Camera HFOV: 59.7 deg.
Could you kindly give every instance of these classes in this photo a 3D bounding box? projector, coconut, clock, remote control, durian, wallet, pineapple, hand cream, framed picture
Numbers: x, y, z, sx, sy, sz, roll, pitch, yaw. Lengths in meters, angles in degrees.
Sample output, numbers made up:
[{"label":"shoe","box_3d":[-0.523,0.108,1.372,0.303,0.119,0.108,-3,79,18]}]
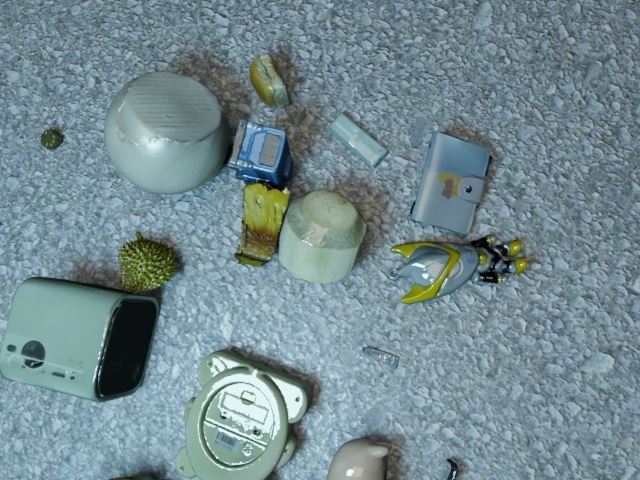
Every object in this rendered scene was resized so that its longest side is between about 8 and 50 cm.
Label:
[{"label":"projector","box_3d":[-0.567,0.231,1.339,0.249,0.248,0.249,10,83,10]},{"label":"coconut","box_3d":[0.000,0.000,1.320,0.202,0.222,0.202,9,46,-10]},{"label":"clock","box_3d":[-0.189,0.440,1.327,0.284,0.114,0.309,19,87,9]},{"label":"remote control","box_3d":[0.095,-0.256,1.422,0.162,0.029,0.061,41,91,11]},{"label":"durian","box_3d":[-0.439,0.036,1.412,0.146,0.102,0.208,-6,40,-24]},{"label":"wallet","box_3d":[0.317,-0.136,1.353,0.170,0.069,0.231,16,89,-7]},{"label":"pineapple","box_3d":[-0.147,-0.019,1.342,0.114,0.186,0.236,9,116,-6]},{"label":"hand cream","box_3d":[0.144,0.280,1.344,0.093,0.019,0.030,20,87,8]},{"label":"framed picture","box_3d":[-0.260,-0.230,1.482,0.089,0.006,0.066,3,82,9]}]

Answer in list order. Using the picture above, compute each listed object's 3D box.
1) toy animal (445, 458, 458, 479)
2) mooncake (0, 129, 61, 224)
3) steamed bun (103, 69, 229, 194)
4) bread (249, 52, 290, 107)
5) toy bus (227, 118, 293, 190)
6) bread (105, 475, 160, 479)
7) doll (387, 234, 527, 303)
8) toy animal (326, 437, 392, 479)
[{"label":"toy animal","box_3d":[0.287,0.619,1.241,0.148,0.084,0.233,20,89,12]},{"label":"mooncake","box_3d":[-0.833,-0.157,1.539,0.150,0.057,0.347,14,78,23]},{"label":"steamed bun","box_3d":[-0.386,-0.240,1.387,0.309,0.309,0.309,-1,82,8]},{"label":"bread","box_3d":[-0.135,-0.408,1.440,0.082,0.106,0.125,-27,77,3]},{"label":"toy bus","box_3d":[-0.138,-0.196,1.350,0.133,0.234,0.116,13,84,2]},{"label":"bread","box_3d":[-0.463,0.694,1.270,0.250,0.225,0.279,-28,74,2]},{"label":"doll","box_3d":[0.315,0.062,1.309,0.316,0.103,0.145,-7,84,0]},{"label":"toy animal","box_3d":[0.091,0.573,1.239,0.154,0.166,0.250,-8,74,17]}]
